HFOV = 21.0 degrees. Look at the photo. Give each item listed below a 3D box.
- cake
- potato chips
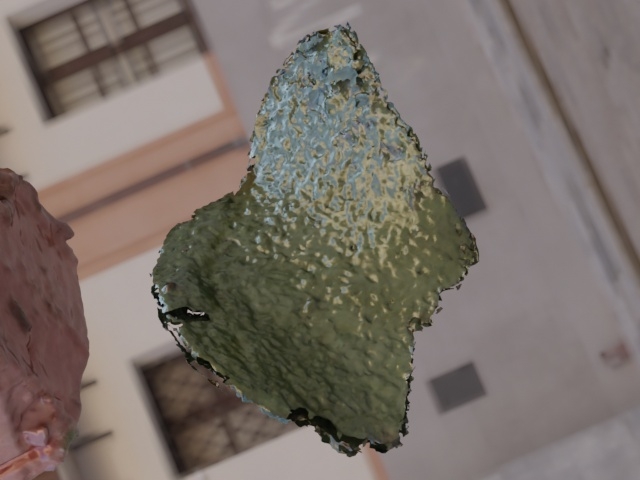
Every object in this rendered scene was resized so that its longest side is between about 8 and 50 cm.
[{"bbox_3d":[-0.394,0.063,1.584,0.314,0.293,0.306,52,-160,-42],"label":"cake"},{"bbox_3d":[-0.003,-0.006,0.884,0.059,0.167,0.228,68,-140,-52],"label":"potato chips"}]
